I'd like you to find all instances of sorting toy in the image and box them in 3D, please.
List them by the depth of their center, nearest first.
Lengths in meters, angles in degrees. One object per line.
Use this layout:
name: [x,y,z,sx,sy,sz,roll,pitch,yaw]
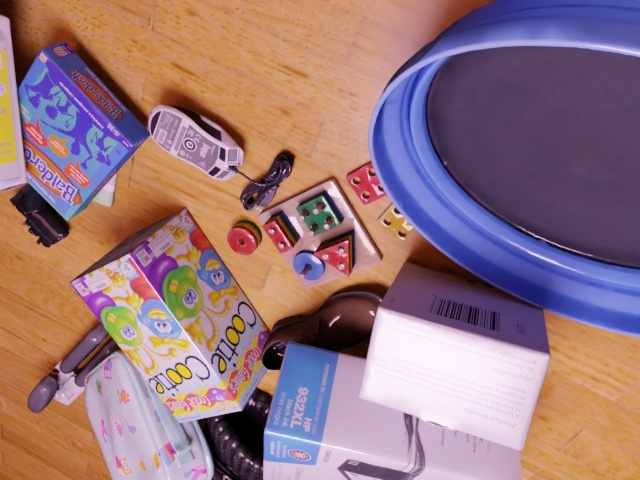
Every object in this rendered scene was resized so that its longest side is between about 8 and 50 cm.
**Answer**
sorting toy: [0.000,0.000,0.736,0.274,0.046,0.132,-22,109,31]

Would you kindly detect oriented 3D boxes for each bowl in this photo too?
bowl: [0.230,-0.043,0.479,0.391,0.077,0.391,28,161,10]

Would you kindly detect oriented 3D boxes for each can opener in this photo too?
can opener: [-0.480,0.262,1.062,0.076,0.095,0.283,44,126,-8]

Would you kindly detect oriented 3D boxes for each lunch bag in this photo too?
lunch bag: [-0.295,0.323,0.952,0.224,0.107,0.279,-37,74,40]

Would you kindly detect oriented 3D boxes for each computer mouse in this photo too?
computer mouse: [-0.134,-0.119,0.725,0.193,0.042,0.106,34,131,-6]

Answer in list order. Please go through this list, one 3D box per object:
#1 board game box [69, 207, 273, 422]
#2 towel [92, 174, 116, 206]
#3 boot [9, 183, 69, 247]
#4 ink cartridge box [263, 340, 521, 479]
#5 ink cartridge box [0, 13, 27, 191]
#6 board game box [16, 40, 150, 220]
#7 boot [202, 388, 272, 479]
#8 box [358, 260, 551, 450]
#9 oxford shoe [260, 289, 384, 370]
board game box: [-0.210,0.118,0.834,0.144,0.142,0.275,-21,109,31]
towel: [-0.354,-0.130,0.819,0.113,0.023,0.152,25,126,8]
boot: [-0.447,-0.044,0.894,0.121,0.045,0.099,-21,107,40]
ink cartridge box: [0.085,0.272,0.750,0.307,0.129,0.223,12,141,3]
ink cartridge box: [-0.531,-0.255,0.740,0.303,0.072,0.307,22,117,23]
board game box: [-0.356,-0.143,0.769,0.210,0.047,0.160,-34,104,36]
boot: [-0.080,0.433,0.977,0.347,0.131,0.260,32,126,3]
box: [0.160,0.122,0.649,0.180,0.182,0.119,15,108,14]
oxford shoe: [0.005,0.142,0.790,0.227,0.096,0.083,-31,103,32]
